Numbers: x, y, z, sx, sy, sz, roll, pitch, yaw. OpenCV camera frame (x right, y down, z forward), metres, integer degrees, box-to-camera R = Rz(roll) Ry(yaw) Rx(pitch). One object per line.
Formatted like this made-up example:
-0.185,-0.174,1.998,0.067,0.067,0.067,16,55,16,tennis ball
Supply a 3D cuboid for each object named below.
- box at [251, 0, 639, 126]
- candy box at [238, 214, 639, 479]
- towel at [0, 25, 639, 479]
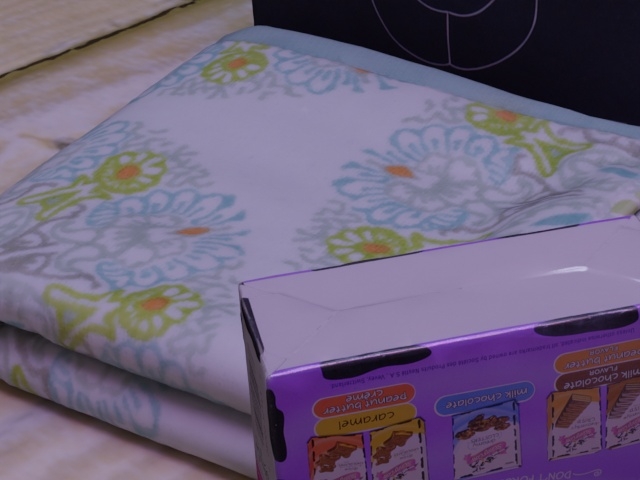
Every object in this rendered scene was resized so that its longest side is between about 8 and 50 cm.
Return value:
0.120,-0.273,1.155,0.293,0.395,0.212,13,34,25,box
0.060,0.102,0.733,0.165,0.196,0.070,-9,31,-9,candy box
0.000,0.000,1.017,0.374,0.090,0.320,16,36,31,towel
